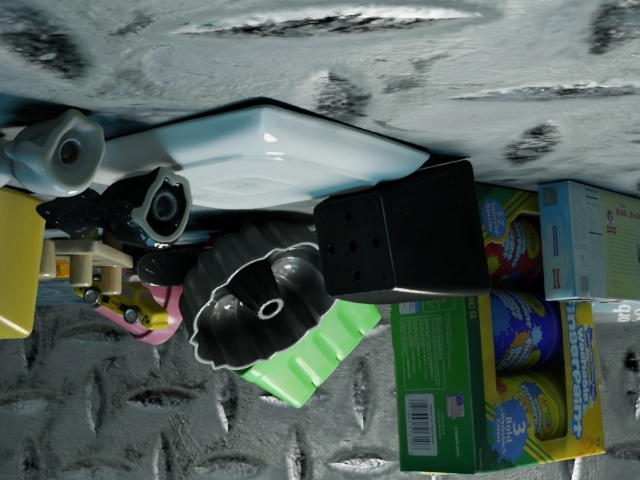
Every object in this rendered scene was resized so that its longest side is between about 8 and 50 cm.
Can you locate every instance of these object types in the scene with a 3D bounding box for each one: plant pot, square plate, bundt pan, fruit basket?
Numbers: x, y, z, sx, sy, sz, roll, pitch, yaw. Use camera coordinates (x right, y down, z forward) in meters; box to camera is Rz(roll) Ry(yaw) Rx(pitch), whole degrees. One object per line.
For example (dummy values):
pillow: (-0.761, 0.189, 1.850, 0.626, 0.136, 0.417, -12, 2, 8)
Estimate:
plant pot: (-0.437, 0.126, 2.274, 0.180, 0.201, 0.201, 24, 158, -36)
plant pot: (0.098, 0.001, 1.318, 0.187, 0.188, 0.167, -9, 180, 45)
plant pot: (-0.533, 0.016, 1.345, 0.212, 0.212, 0.187, -4, 160, 14)
square plate: (-0.091, -0.089, 1.213, 0.344, 0.049, 0.347, -8, 170, 36)
bundt pan: (-0.121, 0.088, 1.808, 0.331, 0.124, 0.330, -23, 143, -19)
fruit basket: (-0.092, 0.147, 2.182, 0.392, 0.392, 0.283, 0, -179, -20)

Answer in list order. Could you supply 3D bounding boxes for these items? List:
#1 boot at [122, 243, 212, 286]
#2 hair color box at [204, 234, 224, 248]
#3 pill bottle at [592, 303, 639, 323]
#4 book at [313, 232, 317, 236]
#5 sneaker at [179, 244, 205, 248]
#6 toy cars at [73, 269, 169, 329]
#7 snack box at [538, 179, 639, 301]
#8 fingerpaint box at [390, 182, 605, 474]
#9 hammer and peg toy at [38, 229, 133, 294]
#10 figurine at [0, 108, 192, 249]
boot: (-0.285, 0.038, 1.886, 0.236, 0.085, 0.179, 3, -170, -40)
hair color box: (-0.169, 0.070, 1.966, 0.093, 0.167, 0.053, -4, -152, 14)
pill bottle: (0.580, 0.064, 1.955, 0.363, 0.210, 0.210, -5, 172, 12)
book: (0.000, 0.000, 2.002, 0.144, 0.035, 0.096, -7, 168, 38)
sneaker: (-0.309, 0.043, 2.105, 0.221, 0.083, 0.087, -12, 156, 24)
toy cars: (-0.435, 0.078, 1.987, 0.176, 0.087, 0.394, 22, -177, -35)
snack box: (0.471, 0.011, 1.620, 0.060, 0.187, 0.322, -8, 170, 40)
fingerpaint box: (0.295, 0.144, 1.594, 0.371, 0.444, 0.163, 6, 168, -44)
hammer and peg toy: (-0.485, 0.018, 1.610, 0.266, 0.127, 0.361, -1, 173, 4)
figurine: (-0.292, -0.061, 1.090, 0.209, 0.092, 0.215, -3, 154, 41)
